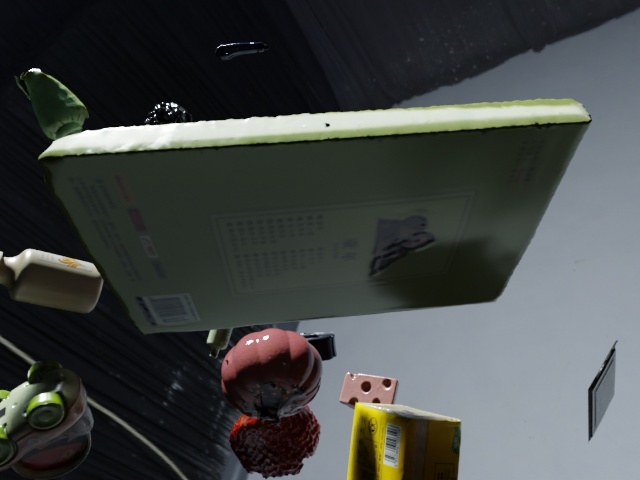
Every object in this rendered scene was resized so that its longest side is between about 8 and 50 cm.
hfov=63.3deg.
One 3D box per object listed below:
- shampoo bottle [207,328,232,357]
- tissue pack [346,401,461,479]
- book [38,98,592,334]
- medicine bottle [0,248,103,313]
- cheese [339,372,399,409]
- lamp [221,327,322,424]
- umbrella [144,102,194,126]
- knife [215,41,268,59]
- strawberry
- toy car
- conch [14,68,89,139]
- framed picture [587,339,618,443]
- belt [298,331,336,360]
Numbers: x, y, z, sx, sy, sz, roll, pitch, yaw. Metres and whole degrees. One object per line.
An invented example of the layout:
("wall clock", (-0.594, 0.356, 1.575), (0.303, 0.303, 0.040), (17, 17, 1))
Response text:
("shampoo bottle", (-0.379, 0.360, 1.943), (0.079, 0.079, 0.162), (6, 76, 46))
("tissue pack", (0.226, 0.674, 1.470), (0.293, 0.228, 0.382), (-13, 65, 60))
("book", (0.000, 0.000, 0.418), (0.351, 0.239, 0.035), (-5, 52, -4))
("medicine bottle", (-0.607, 0.079, 1.111), (0.114, 0.252, 0.114), (-30, 52, 46))
("cheese", (0.201, 0.588, 1.920), (0.202, 0.177, 0.128), (0, 57, 26))
("lamp", (-0.083, 0.240, 0.901), (0.182, 0.182, 0.140), (-32, 36, 12))
("umbrella", (-0.385, -0.284, 1.385), (0.128, 0.155, 0.337), (-12, 12, -3))
("knife", (-0.177, -0.427, 1.164), (0.121, 0.018, 0.031), (-5, 76, 7))
("strawberry", (-0.139, 0.560, 1.537), (0.260, 0.258, 0.261), (-24, 13, 6))
("toy car", (-0.558, 0.384, 1.053), (0.235, 0.235, 0.145), (-42, 36, -3))
("conch", (-0.559, -0.289, 1.098), (0.105, 0.170, 0.079), (-35, 12, -29))
("framed picture", (0.722, 0.388, 1.327), (0.010, 0.195, 0.199), (13, 39, 43))
("belt", (-0.054, 0.316, 1.541), (0.198, 0.078, 0.151), (-6, -1, -6))
